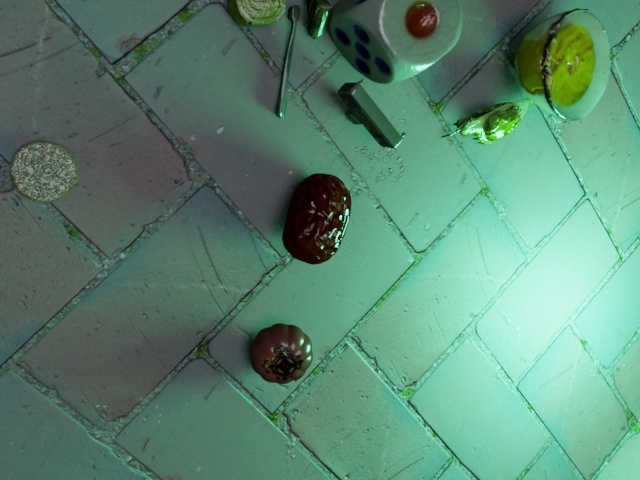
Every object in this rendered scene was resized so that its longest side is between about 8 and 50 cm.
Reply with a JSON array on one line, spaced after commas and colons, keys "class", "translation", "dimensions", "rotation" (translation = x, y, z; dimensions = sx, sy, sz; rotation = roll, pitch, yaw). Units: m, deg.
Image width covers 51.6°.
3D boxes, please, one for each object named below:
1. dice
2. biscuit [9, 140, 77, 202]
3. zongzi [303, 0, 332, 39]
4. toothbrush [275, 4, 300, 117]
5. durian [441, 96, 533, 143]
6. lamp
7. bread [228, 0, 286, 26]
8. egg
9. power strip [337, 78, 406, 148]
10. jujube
[{"class": "dice", "translation": [0.199, -0.579, 1.772], "dimensions": [0.259, 0.251, 0.243], "rotation": [-44, 118, -12]}, {"class": "biscuit", "translation": [-0.651, -0.162, 1.560], "dimensions": [0.152, 0.020, 0.152], "rotation": [-6, 103, -24]}, {"class": "zongzi", "translation": [-0.020, -0.612, 1.776], "dimensions": [0.055, 0.119, 0.109], "rotation": [-10, 143, -29]}, {"class": "toothbrush", "translation": [-0.089, -0.477, 1.773], "dimensions": [0.030, 0.030, 0.297], "rotation": [2, 101, -36]}, {"class": "durian", "translation": [0.543, -0.367, 2.069], "dimensions": [0.375, 0.132, 0.107], "rotation": [-24, 86, -26]}, {"class": "lamp", "translation": [-0.111, 0.315, 1.871], "dimensions": [0.182, 0.140, 0.182], "rotation": [-3, 111, -9]}, {"class": "bread", "translation": [-0.159, -0.610, 1.691], "dimensions": [0.156, 0.064, 0.118], "rotation": [-12, 110, -25]}, {"class": "egg", "translation": [0.738, -0.552, 2.076], "dimensions": [0.337, 0.201, 0.337], "rotation": [-10, 111, -28]}, {"class": "power strip", "translation": [0.128, -0.352, 1.840], "dimensions": [0.061, 0.145, 0.216], "rotation": [-48, 117, -10]}, {"class": "jujube", "translation": [-0.009, -0.059, 1.823], "dimensions": [0.174, 0.174, 0.251], "rotation": [20, 76, -28]}]
